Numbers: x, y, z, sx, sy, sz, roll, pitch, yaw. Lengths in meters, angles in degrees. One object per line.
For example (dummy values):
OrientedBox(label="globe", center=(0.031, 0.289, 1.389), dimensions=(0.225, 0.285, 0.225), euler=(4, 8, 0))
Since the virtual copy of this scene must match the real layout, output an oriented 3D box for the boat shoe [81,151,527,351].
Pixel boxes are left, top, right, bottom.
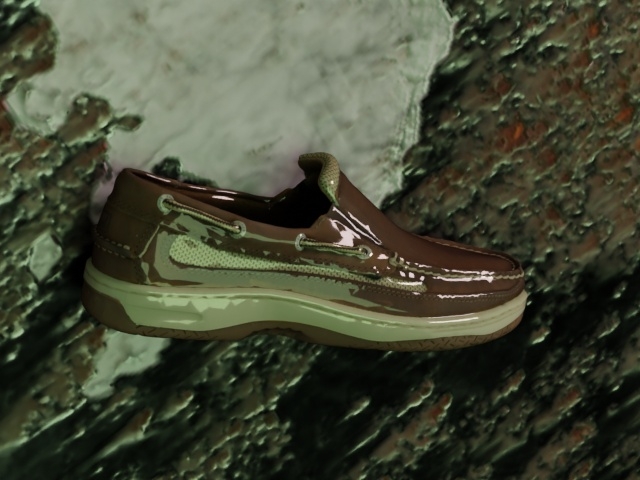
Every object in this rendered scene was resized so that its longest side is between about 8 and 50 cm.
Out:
OrientedBox(label="boat shoe", center=(0.003, 0.002, 1.059), dimensions=(0.257, 0.095, 0.095), euler=(1, 106, -29))
